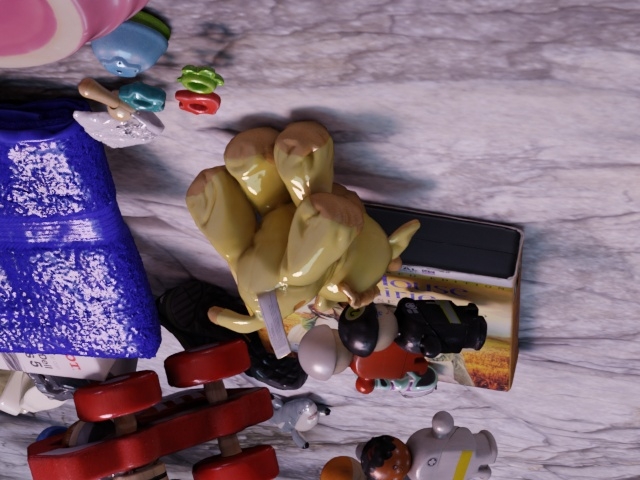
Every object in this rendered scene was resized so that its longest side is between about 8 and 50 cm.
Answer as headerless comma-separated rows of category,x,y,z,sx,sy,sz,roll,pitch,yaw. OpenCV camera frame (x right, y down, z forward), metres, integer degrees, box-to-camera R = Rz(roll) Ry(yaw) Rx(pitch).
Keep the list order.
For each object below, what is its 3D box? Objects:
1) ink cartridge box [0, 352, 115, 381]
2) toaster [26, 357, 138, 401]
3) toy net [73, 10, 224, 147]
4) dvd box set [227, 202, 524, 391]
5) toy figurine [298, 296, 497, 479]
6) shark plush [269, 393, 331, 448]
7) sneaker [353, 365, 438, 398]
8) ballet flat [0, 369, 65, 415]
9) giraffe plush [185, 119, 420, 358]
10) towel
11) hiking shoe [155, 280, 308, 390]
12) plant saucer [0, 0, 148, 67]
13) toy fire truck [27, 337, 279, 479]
ink cartridge box,-0.364,0.042,1.910,0.273,0.114,0.198,4,138,22
toaster,-0.292,0.113,2.107,0.129,0.146,0.227,9,161,9
toy net,-0.150,-0.131,1.483,0.122,0.045,0.232,13,163,-8
dvd box set,0.066,0.062,1.868,0.308,0.062,0.420,9,161,8
toy figurine,0.071,0.165,1.732,0.148,0.209,0.213,1,167,-21
shark plush,-0.053,0.243,2.526,0.161,0.073,0.067,21,155,51
sneaker,0.089,0.166,2.001,0.098,0.038,0.069,8,161,10
ballet flat,-0.406,0.174,2.381,0.147,0.147,0.409,22,160,-26
giraffe plush,0.000,0.000,1.586,0.181,0.210,0.170,-8,176,39
towel,-0.293,-0.004,1.686,0.228,0.076,0.308,4,132,23
hiking shoe,-0.113,0.116,2.126,0.227,0.086,0.114,35,159,-29
plant saucer,-0.284,-0.217,1.253,0.332,0.084,0.332,12,162,4
toy fire truck,-0.210,0.230,2.010,0.302,0.169,0.254,-17,-177,-36
